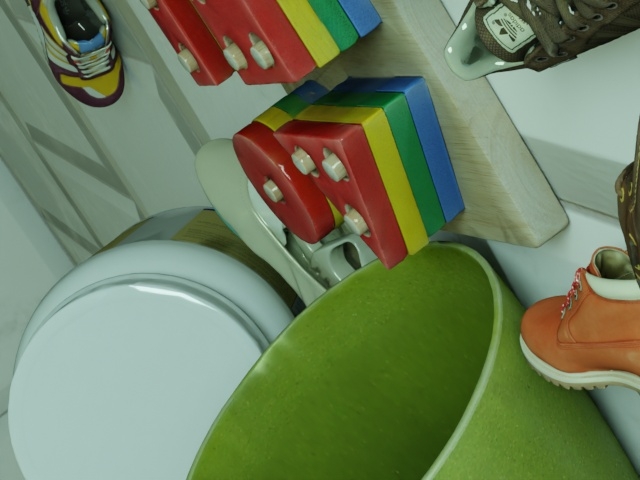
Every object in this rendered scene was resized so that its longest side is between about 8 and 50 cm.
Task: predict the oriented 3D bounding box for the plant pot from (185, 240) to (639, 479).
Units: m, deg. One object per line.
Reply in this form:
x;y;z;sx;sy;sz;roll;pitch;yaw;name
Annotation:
0.103;0.198;0.988;0.293;0.275;0.275;42;171;-23;plant pot

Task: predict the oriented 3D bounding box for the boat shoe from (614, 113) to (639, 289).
0.151;-0.015;0.645;0.060;0.064;0.178;41;164;35;boat shoe

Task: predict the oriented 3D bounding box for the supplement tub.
-0.118;0.107;1.270;0.241;0.241;0.331;54;-172;-5;supplement tub

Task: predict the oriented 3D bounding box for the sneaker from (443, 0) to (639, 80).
0.099;-0.093;0.582;0.066;0.071;0.188;51;171;-1;sneaker

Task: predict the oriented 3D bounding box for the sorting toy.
-0.006;-0.096;0.906;0.255;0.089;0.257;57;165;-16;sorting toy

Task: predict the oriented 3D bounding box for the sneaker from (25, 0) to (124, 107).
-0.228;-0.186;1.450;0.084;0.069;0.185;47;167;43;sneaker

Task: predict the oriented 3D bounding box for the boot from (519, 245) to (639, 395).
0.151;0.036;0.798;0.158;0.059;0.084;6;129;60;boot

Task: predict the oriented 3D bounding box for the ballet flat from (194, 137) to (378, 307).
0.000;0.000;1.180;0.248;0.086;0.086;49;166;9;ballet flat
